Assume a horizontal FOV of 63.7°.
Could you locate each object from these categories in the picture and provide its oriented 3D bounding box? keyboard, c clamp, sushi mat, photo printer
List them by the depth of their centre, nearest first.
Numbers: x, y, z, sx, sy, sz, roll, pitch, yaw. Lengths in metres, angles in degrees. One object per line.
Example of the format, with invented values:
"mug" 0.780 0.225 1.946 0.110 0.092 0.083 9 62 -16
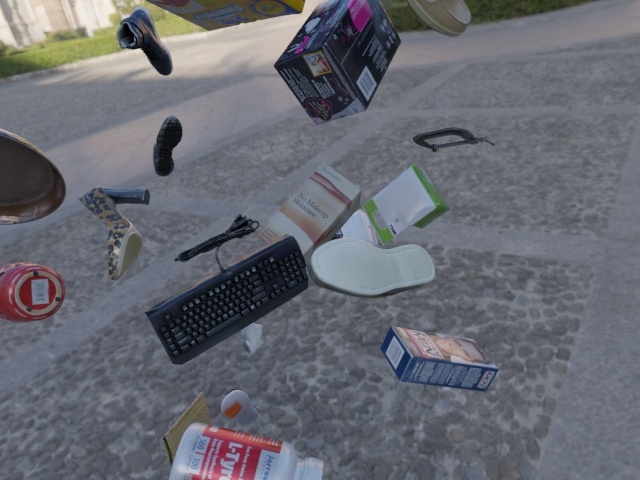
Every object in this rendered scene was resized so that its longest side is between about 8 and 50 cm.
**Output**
"keyboard" -0.175 0.074 0.973 0.317 0.202 0.033 -30 14 -25
"c clamp" 0.302 -0.229 1.195 0.160 0.022 0.137 0 -10 38
"sushi mat" -0.441 0.646 1.740 0.019 0.152 0.316 -11 7 10
"photo printer" 0.148 0.010 2.443 0.256 0.107 0.308 -46 26 24

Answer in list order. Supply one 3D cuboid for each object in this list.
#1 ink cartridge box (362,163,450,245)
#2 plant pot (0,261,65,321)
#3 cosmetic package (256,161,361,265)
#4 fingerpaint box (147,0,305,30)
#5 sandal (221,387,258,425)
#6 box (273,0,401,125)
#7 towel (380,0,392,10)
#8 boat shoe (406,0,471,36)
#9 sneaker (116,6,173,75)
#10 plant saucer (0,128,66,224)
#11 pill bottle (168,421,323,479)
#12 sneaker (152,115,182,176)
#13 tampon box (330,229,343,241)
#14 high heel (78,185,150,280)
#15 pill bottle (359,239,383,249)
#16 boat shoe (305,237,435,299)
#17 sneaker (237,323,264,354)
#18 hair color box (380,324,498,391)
"ink cartridge box" 0.304 -0.122 1.870 0.255 0.189 0.097 -38 -26 26
"plant pot" -0.904 0.160 1.590 0.174 0.191 0.191 -4 22 45
"cosmetic package" -0.030 -0.060 1.500 0.153 0.129 0.296 37 74 12
"fingerpaint box" -0.293 -0.664 1.212 0.370 0.163 0.444 12 4 -42
"sandal" -0.304 0.599 1.883 0.101 0.265 0.076 -30 52 -11
"box" 0.042 -0.385 1.066 0.142 0.163 0.247 -6 46 40
"towel" 0.155 -0.650 1.336 0.110 0.148 0.027 -39 69 -23
"boat shoe" 0.208 -0.516 0.992 0.098 0.302 0.109 -20 47 45
"sneaker" -0.574 -0.622 1.683 0.086 0.226 0.164 -9 38 16
"plant saucer" -0.680 -0.136 1.034 0.310 0.311 0.050 -10 60 1
"pill bottle" -0.206 0.678 1.478 0.407 0.229 0.229 11 28 2
"sneaker" -0.634 -0.392 2.080 0.101 0.268 0.106 -4 42 -39
"tampon box" 0.000 0.000 2.023 0.120 0.161 0.102 1 45 -21
"high heel" -0.547 -0.020 1.297 0.186 0.093 0.262 1 61 7
"pill bottle" 0.180 0.082 1.800 0.131 0.131 0.229 -16 23 -12
"boat shoe" 0.088 0.061 0.967 0.304 0.109 0.091 2 -25 -40
"sneaker" -0.327 0.401 2.363 0.115 0.232 0.090 -34 29 -34
"hair color box" 0.392 0.391 1.709 0.346 0.105 0.174 13 21 -23
